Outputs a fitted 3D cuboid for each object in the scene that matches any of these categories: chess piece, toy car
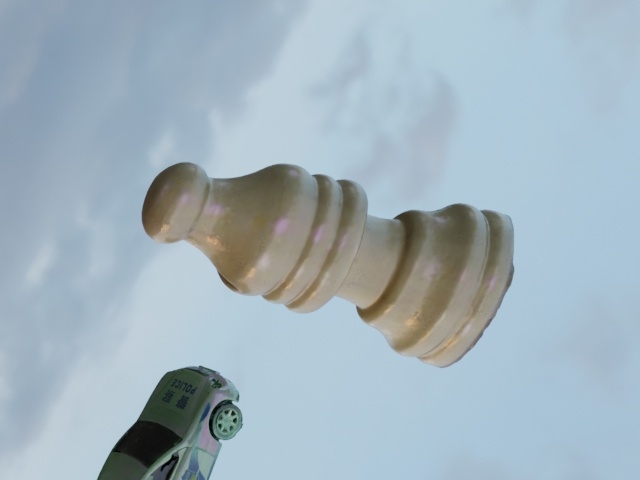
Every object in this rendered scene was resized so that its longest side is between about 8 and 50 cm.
[{"bbox_3d":[0.000,0.000,1.577,0.139,0.307,0.124,-43,-144,48],"label":"chess piece"},{"bbox_3d":[-0.148,0.212,1.643,0.090,0.076,0.224,14,-100,49],"label":"toy car"}]
